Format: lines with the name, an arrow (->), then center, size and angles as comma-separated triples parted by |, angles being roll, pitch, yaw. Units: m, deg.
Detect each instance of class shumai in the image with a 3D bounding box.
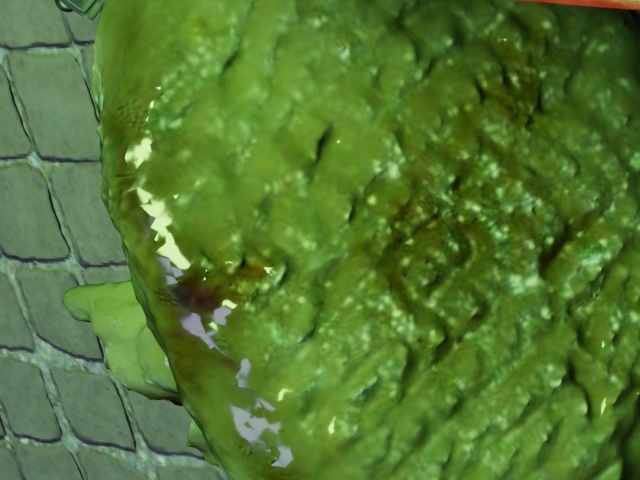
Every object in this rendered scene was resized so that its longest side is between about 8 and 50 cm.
shumai -> 0.000, 0.000, 1.082 | 0.323, 0.324, 0.397 | -17, 99, 61

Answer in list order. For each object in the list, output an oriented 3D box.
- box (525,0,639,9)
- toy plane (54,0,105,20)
box -> 0.116, -0.286, 0.768 | 0.314, 0.300, 0.312 | 10, 122, 38
toy plane -> -0.145, -0.169, 1.199 | 0.226, 0.058, 0.226 | 26, 174, -11
